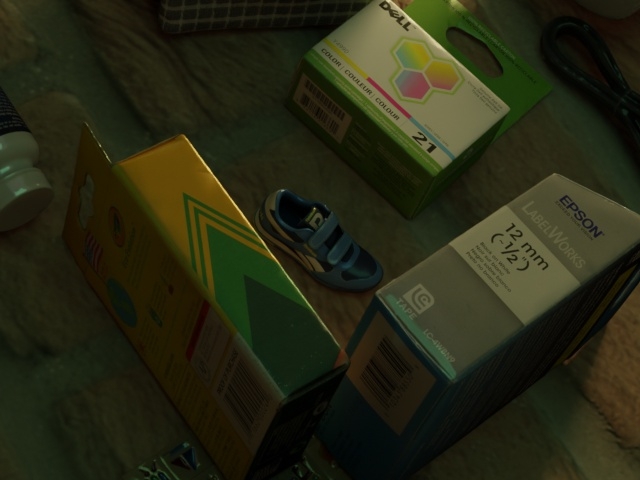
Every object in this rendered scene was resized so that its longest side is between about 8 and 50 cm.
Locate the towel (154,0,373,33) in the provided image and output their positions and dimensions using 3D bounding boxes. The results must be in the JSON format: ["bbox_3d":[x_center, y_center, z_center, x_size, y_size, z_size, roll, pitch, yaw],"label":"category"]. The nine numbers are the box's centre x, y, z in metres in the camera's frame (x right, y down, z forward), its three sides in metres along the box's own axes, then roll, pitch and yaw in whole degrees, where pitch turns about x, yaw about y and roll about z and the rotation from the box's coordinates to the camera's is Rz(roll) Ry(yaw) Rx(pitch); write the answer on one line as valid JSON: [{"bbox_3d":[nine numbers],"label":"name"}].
[{"bbox_3d":[-0.037,-0.315,1.810,0.283,0.235,0.121,-4,69,-18],"label":"towel"}]

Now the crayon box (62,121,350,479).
[{"bbox_3d":[-0.113,0.049,1.598,0.081,0.202,0.318,-27,70,-28],"label":"crayon box"}]

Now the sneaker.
[{"bbox_3d":[0.000,0.000,1.746,0.144,0.059,0.053,32,56,2],"label":"sneaker"}]

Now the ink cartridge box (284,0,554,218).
[{"bbox_3d":[0.118,-0.175,1.854,0.189,0.097,0.255,43,60,10],"label":"ink cartridge box"}]

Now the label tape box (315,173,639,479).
[{"bbox_3d":[0.171,0.065,1.643,0.347,0.249,0.115,-34,72,-31],"label":"label tape box"}]

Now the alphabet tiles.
[{"bbox_3d":[-0.062,0.251,1.620,0.237,0.009,0.198,-33,74,-29],"label":"alphabet tiles"}]

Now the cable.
[{"bbox_3d":[0.350,-0.130,1.936,0.287,0.072,0.139,31,75,17],"label":"cable"}]

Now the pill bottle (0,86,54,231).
[{"bbox_3d":[-0.327,-0.095,1.686,0.094,0.094,0.169,-27,72,-27],"label":"pill bottle"}]

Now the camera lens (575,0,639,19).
[{"bbox_3d":[0.377,-0.404,1.956,0.274,0.219,0.219,-39,77,-13],"label":"camera lens"}]
